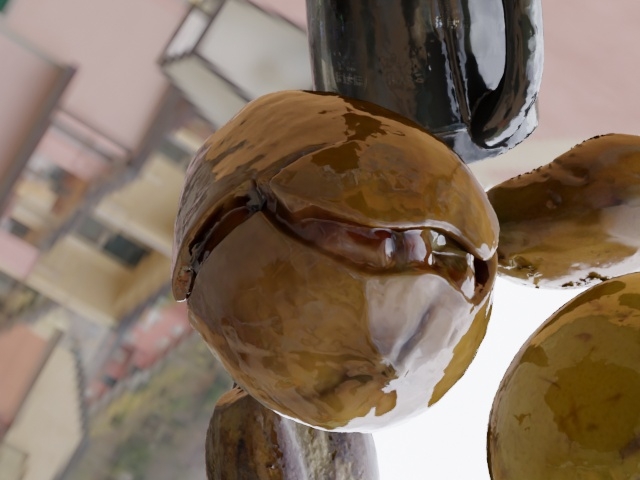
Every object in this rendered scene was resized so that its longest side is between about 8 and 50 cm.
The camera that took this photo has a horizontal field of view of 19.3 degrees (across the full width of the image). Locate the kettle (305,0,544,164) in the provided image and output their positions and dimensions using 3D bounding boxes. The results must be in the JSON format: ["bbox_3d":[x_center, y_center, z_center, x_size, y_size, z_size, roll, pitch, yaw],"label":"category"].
[{"bbox_3d":[0.108,-0.244,1.809,0.228,0.324,0.321,-19,-156,-23],"label":"kettle"}]

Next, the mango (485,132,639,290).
[{"bbox_3d":[0.275,-0.029,2.005,0.151,0.249,0.156,36,44,-79],"label":"mango"}]

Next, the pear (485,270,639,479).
[{"bbox_3d":[0.257,0.152,1.369,0.281,0.281,0.281,-45,-155,29],"label":"pear"}]

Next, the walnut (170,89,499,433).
[{"bbox_3d":[0.000,0.000,1.239,0.209,0.209,0.336,-55,-161,8],"label":"walnut"}]

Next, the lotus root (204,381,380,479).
[{"bbox_3d":[-0.034,0.268,2.040,0.193,0.193,0.291,-162,-121,-67],"label":"lotus root"}]
